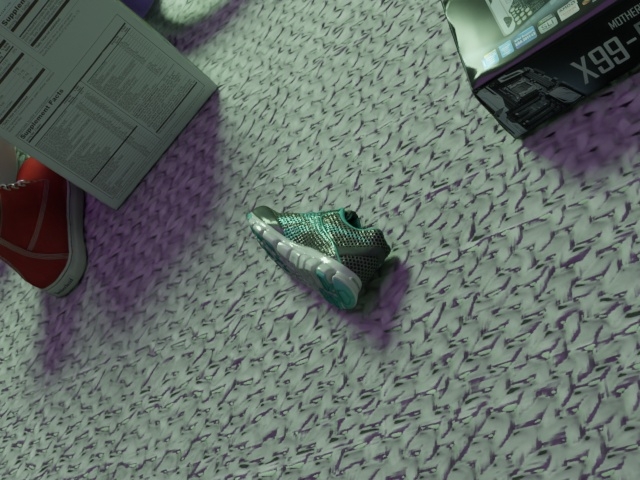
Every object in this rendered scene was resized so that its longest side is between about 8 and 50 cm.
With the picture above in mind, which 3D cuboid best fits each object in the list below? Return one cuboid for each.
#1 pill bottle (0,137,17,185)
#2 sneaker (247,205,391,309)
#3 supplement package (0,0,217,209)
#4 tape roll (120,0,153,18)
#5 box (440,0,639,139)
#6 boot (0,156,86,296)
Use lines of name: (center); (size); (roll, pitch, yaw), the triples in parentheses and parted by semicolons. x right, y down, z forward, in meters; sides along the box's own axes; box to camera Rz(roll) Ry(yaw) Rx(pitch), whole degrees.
pill bottle: (-0.586, -0.151, 1.343); (0.408, 0.229, 0.229); (28, 83, 50)
sneaker: (0.000, 0.000, 0.823); (0.076, 0.065, 0.166); (-43, 42, -14)
supplement package: (-0.305, -0.211, 1.093); (0.198, 0.263, 0.199); (-50, 41, 3)
tape roll: (-0.232, -0.433, 1.241); (0.275, 0.090, 0.274); (-52, 26, 40)
box: (0.242, -0.257, 0.751); (0.307, 0.076, 0.242); (-31, 45, 25)
boot: (-0.377, -0.057, 1.120); (0.088, 0.176, 0.244); (-43, 40, 14)
